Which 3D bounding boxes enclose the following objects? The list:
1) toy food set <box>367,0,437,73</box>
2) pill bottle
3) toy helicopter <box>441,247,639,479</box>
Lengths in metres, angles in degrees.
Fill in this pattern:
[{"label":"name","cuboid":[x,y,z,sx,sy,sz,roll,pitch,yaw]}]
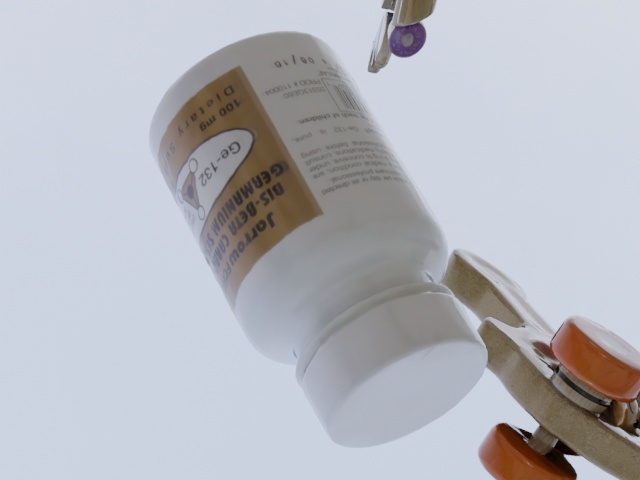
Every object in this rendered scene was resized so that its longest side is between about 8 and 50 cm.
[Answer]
[{"label":"toy food set","cuboid":[0.046,-0.125,0.973,0.019,0.122,0.078,11,-92,-4]},{"label":"pill bottle","cuboid":[0.000,0.000,1.140,0.131,0.131,0.229,-5,-127,-37]},{"label":"toy helicopter","cuboid":[0.213,0.108,1.699,0.235,0.140,0.355,23,-163,-32]}]
